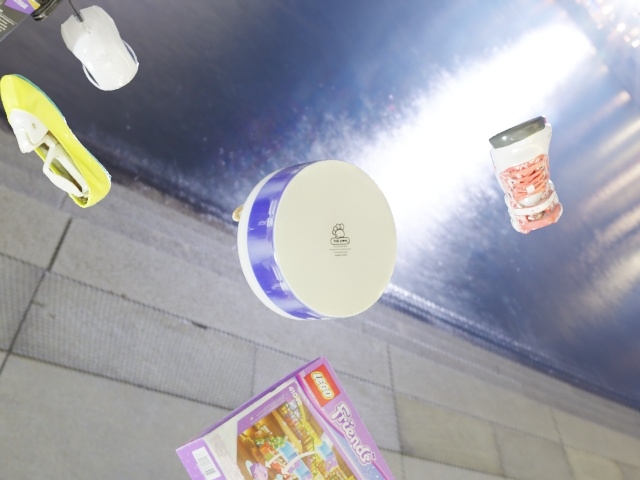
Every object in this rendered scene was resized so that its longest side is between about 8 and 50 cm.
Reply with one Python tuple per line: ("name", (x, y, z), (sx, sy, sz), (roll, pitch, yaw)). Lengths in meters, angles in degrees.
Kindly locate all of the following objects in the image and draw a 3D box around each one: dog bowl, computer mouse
("dog bowl", (0.000, 0.000, 1.359), (0.264, 0.104, 0.265), (4, 83, -38))
("computer mouse", (-0.302, -0.277, 1.062), (0.193, 0.106, 0.042), (52, -8, 21))

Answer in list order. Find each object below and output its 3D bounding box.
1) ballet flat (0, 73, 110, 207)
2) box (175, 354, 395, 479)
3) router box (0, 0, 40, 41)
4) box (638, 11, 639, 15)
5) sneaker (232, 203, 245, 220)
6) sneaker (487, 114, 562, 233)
("ballet flat", (-0.407, -0.143, 1.231), (0.231, 0.077, 0.077), (54, 41, -28))
("box", (0.002, 0.293, 0.856), (0.201, 0.057, 0.293), (-26, 85, -49))
("router box", (-0.552, -0.336, 1.028), (0.309, 0.243, 0.081), (47, 1, 3))
("box", (0.518, -0.263, 0.854), (0.154, 0.300, 0.142), (56, 11, -7))
("sneaker", (-0.147, -0.069, 1.683), (0.032, 0.083, 0.037), (58, -14, 0))
("sneaker", (0.307, -0.090, 1.187), (0.270, 0.090, 0.145), (7, 63, -80))
